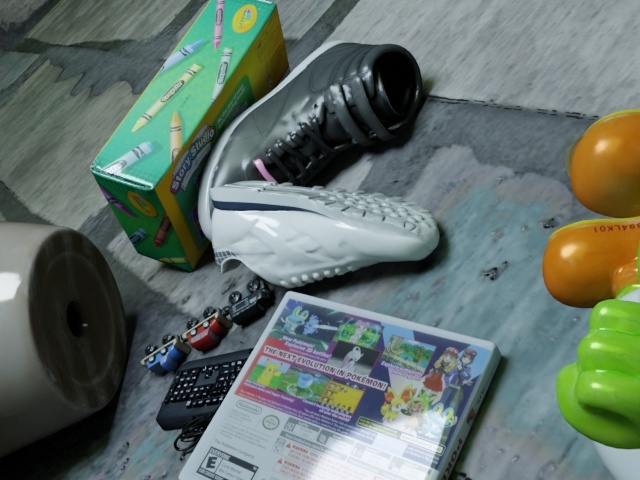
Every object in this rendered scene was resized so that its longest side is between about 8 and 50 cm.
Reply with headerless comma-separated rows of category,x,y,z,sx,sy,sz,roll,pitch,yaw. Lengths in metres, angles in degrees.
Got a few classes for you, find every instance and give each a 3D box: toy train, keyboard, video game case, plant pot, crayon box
toy train,-0.115,0.091,0.799,0.158,0.027,0.036,-32,47,13
keyboard,-0.076,0.130,0.711,0.192,0.038,0.100,-17,42,32
video game case,0.011,0.136,0.608,0.201,0.023,0.183,11,60,37
plant pot,-0.369,0.102,0.825,0.281,0.323,0.323,-12,42,12
crayon box,-0.130,-0.125,0.909,0.081,0.165,0.278,19,62,18

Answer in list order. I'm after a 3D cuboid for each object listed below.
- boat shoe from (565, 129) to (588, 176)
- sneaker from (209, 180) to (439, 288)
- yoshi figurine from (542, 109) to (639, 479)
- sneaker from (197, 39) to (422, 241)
boat shoe,0.264,-0.075,0.608,0.153,0.048,0.056,-24,51,34
sneaker,0.000,0.000,0.747,0.235,0.090,0.094,9,101,31
yoshi figurine,0.149,0.121,0.387,0.203,0.204,0.362,-35,40,43
sneaker,-0.006,-0.111,0.838,0.147,0.104,0.295,8,54,53
